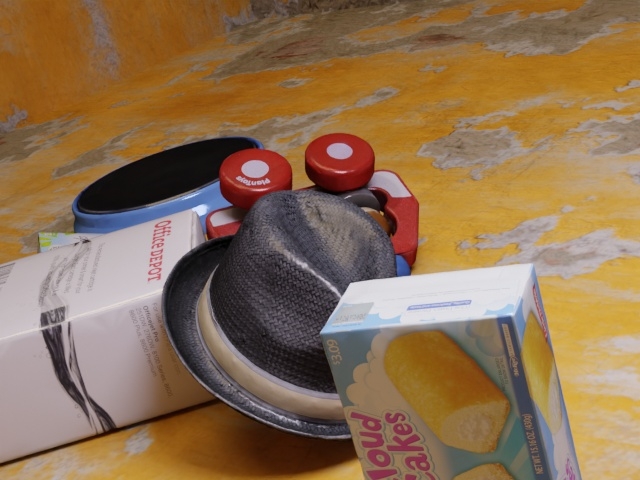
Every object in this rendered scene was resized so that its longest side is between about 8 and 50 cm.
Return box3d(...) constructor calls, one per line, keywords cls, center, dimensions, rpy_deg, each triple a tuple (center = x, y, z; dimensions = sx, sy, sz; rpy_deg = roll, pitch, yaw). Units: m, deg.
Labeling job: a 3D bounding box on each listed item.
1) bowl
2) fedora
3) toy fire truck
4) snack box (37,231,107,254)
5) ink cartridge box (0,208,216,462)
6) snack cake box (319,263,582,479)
box3d(cls="bowl", center=(-0.271, -0.091, 2.154), dimensions=(0.391, 0.077, 0.391), rpy_deg=(-15, 20, 6))
box3d(cls="fedora", center=(-0.010, 0.054, 1.263), dimensions=(0.334, 0.153, 0.334), rpy_deg=(11, 34, -7))
box3d(cls="toy fire truck", center=(0.000, 0.000, 1.602), dimensions=(0.302, 0.169, 0.254), rpy_deg=(-13, 44, -18))
box3d(cls="snack box", center=(-0.337, 0.046, 1.777), dimensions=(0.174, 0.070, 0.207), rpy_deg=(1, 14, -15))
box3d(cls="ink cartridge box", center=(-0.322, 0.123, 1.496), dimensions=(0.394, 0.166, 0.285), rpy_deg=(-17, 20, 1))
box3d(cls="snack cake box", center=(0.113, 0.158, 0.914), dimensions=(0.152, 0.264, 0.089), rpy_deg=(-8, 22, 23))
